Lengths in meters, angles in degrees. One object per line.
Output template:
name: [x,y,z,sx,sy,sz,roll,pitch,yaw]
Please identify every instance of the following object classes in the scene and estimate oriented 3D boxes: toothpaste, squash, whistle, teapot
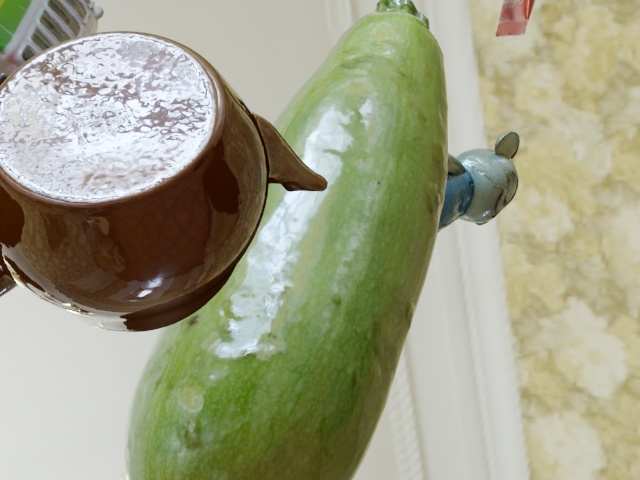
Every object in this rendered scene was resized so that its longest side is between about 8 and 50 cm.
toothpaste: [0.178,-0.256,1.050,0.031,0.048,0.190,17,-91,-24]
squash: [0.006,0.000,0.686,0.118,0.118,0.370,48,-129,-32]
whistle: [0.126,-0.045,1.329,0.236,0.077,0.114,-16,-48,-43]
teapot: [-0.078,-0.011,0.501,0.173,0.116,0.116,-19,-73,-12]

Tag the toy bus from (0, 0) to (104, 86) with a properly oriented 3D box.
toy bus: [-0.295,-0.180,1.153,0.179,0.305,0.143,38,-70,-20]
